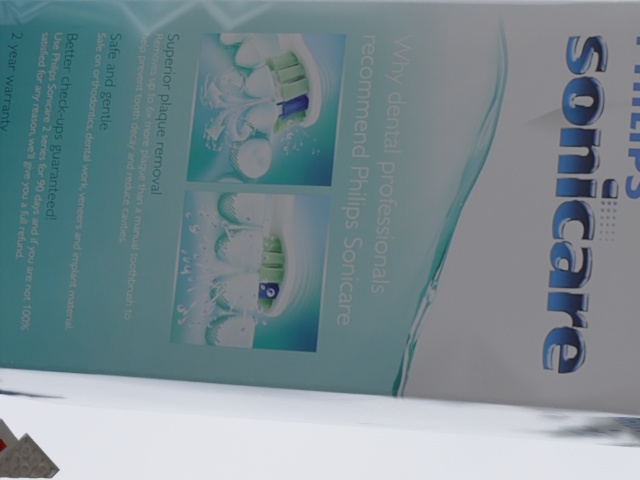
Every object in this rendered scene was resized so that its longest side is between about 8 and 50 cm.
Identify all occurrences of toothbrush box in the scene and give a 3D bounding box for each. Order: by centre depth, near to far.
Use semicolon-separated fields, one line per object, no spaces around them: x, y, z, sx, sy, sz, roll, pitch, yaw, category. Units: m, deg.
0.000;0.000;0.674;0.216;0.295;0.126;28;-115;-70;toothbrush box

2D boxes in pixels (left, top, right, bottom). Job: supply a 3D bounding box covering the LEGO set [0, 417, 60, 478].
-0.243;0.175;0.982;0.244;0.182;0.060;-29;-74;26;LEGO set
